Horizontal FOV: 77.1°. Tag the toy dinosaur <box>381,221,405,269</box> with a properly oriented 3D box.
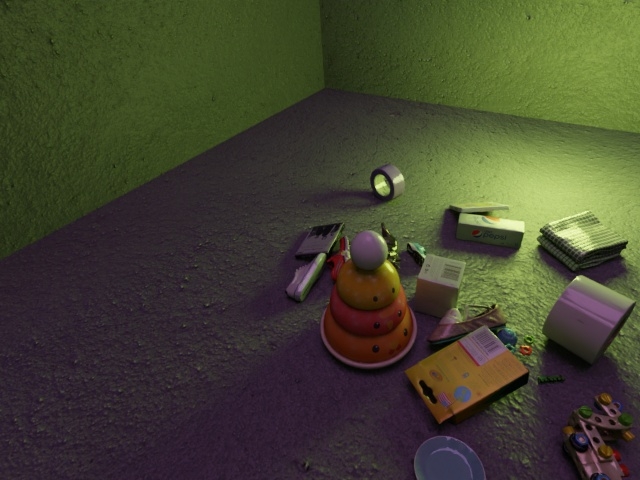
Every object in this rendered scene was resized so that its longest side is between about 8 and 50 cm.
[{"bbox_3d":[0.292,0.041,1.821,0.160,0.121,0.313,13,35,4],"label":"toy dinosaur"}]

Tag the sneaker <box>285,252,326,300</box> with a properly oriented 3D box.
[{"bbox_3d":[-0.062,0.140,1.713,0.091,0.094,0.258,18,49,23],"label":"sneaker"}]

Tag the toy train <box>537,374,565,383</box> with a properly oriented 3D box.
[{"bbox_3d":[0.745,0.447,1.297,0.083,0.017,0.024,-5,27,0],"label":"toy train"}]

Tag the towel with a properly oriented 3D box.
[{"bbox_3d":[1.140,-0.005,1.749,0.283,0.121,0.235,-16,40,-14],"label":"towel"}]

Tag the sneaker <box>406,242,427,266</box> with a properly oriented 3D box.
[{"bbox_3d":[0.452,0.055,1.801,0.073,0.063,0.162,-11,38,-13],"label":"sneaker"}]

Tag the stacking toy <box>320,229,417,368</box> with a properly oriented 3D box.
[{"bbox_3d":[0.152,0.166,1.337,0.350,0.480,0.351,-5,42,4],"label":"stacking toy"}]

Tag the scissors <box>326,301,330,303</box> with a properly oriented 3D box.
[{"bbox_3d":[0.173,0.268,1.590,0.297,0.021,0.109,-3,40,0],"label":"scissors"}]

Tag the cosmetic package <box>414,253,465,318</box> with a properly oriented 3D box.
[{"bbox_3d":[0.455,0.179,1.539,0.151,0.184,0.151,14,42,22],"label":"cosmetic package"}]

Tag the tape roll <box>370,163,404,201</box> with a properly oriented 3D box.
[{"bbox_3d":[0.362,-0.312,2.180,0.080,0.189,0.189,-28,43,-26],"label":"tape roll"}]

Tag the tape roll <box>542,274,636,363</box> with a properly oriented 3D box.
[{"bbox_3d":[0.888,0.262,1.335,0.246,0.246,0.169,-29,44,-27],"label":"tape roll"}]

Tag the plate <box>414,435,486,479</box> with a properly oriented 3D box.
[{"bbox_3d":[0.351,0.632,1.098,0.188,0.024,0.188,-3,39,3],"label":"plate"}]

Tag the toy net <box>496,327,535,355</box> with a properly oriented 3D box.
[{"bbox_3d":[0.633,0.390,1.365,0.122,0.045,0.232,26,49,32],"label":"toy net"}]

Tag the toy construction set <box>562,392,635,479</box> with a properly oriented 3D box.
[{"bbox_3d":[0.776,0.567,1.048,0.215,0.151,0.328,-5,27,0],"label":"toy construction set"}]

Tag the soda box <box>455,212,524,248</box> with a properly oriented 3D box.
[{"bbox_3d":[0.784,-0.048,1.866,0.286,0.098,0.091,10,40,19],"label":"soda box"}]

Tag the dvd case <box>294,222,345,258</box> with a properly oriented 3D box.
[{"bbox_3d":[0.000,0.000,1.906,0.179,0.030,0.239,-6,34,30],"label":"dvd case"}]

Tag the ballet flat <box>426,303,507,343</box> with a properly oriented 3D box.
[{"bbox_3d":[0.515,0.290,1.444,0.316,0.107,0.106,-9,79,-16],"label":"ballet flat"}]

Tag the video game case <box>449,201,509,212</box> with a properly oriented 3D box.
[{"bbox_3d":[0.784,-0.167,2.003,0.226,0.026,0.206,-4,10,2],"label":"video game case"}]

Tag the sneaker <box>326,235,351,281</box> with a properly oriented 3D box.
[{"bbox_3d":[0.085,0.076,1.789,0.118,0.107,0.279,-13,32,12],"label":"sneaker"}]

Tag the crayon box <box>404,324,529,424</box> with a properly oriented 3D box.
[{"bbox_3d":[0.454,0.429,1.270,0.318,0.081,0.202,-26,41,-6],"label":"crayon box"}]
